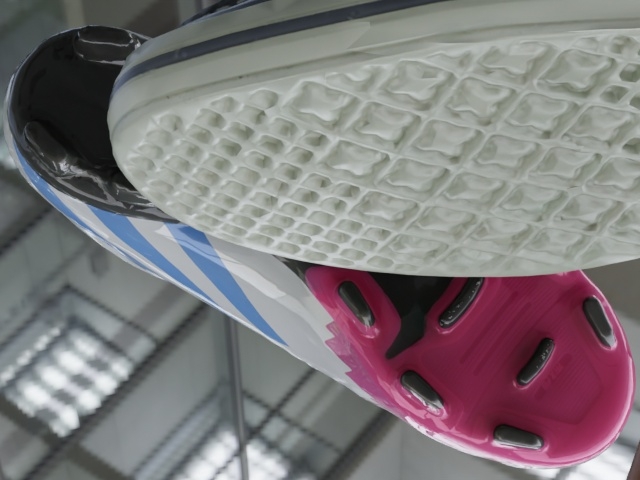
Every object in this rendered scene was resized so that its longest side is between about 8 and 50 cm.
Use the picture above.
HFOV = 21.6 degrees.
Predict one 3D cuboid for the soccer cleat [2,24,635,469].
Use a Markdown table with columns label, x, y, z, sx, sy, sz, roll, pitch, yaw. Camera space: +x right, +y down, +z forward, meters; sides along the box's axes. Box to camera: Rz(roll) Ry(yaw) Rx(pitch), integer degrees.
| label | x | y | z | sx | sy | sz | roll | pitch | yaw |
| --- | --- | --- | --- | --- | --- | --- | --- | --- | --- |
| soccer cleat | 0.000 | 0.000 | 0.816 | 0.331 | 0.143 | 0.116 | 31 | -99 | 2 |

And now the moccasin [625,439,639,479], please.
| label | x | y | z | sx | sy | sz | roll | pitch | yaw |
| --- | --- | --- | --- | --- | --- | --- | --- | --- | --- |
| moccasin | 0.307 | 0.271 | 1.347 | 0.139 | 0.147 | 0.380 | 22 | -93 | -19 |

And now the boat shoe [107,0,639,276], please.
| label | x | y | z | sx | sy | sz | roll | pitch | yaw |
| --- | --- | --- | --- | --- | --- | --- | --- | --- | --- |
| boat shoe | 0.156 | -0.110 | 0.657 | 0.500 | 0.187 | 0.156 | -16 | -124 | 13 |
